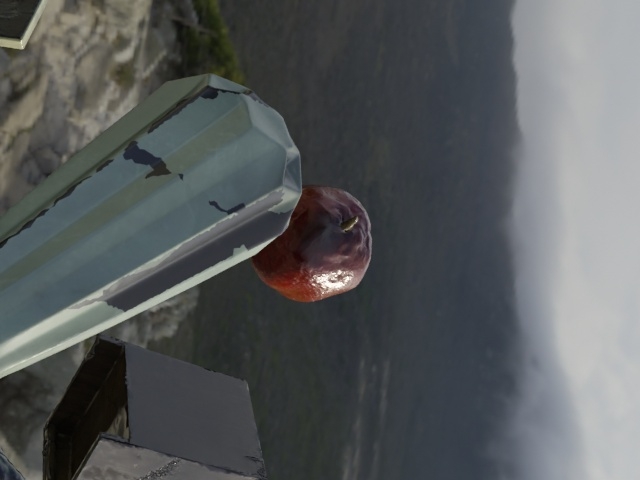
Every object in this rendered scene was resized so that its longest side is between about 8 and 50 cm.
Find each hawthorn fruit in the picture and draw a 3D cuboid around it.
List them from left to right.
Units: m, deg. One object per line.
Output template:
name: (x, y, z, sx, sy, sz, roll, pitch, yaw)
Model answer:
hawthorn fruit: (0.000, 0.000, 1.513, 0.251, 0.189, 0.190, -10, -119, 59)

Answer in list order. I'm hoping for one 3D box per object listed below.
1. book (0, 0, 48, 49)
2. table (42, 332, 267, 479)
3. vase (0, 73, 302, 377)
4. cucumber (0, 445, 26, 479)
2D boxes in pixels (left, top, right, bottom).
book: (-0.522, -0.468, 1.597, 0.028, 0.262, 0.374, 82, 21, -60)
table: (-0.195, 0.243, 1.126, 0.172, 0.193, 0.169, -56, -151, 23)
vase: (-0.173, 0.004, 0.772, 0.360, 0.165, 0.165, -38, 148, -37)
cucumber: (-0.144, 0.134, 0.430, 0.067, 0.067, 0.294, -67, 143, -52)
